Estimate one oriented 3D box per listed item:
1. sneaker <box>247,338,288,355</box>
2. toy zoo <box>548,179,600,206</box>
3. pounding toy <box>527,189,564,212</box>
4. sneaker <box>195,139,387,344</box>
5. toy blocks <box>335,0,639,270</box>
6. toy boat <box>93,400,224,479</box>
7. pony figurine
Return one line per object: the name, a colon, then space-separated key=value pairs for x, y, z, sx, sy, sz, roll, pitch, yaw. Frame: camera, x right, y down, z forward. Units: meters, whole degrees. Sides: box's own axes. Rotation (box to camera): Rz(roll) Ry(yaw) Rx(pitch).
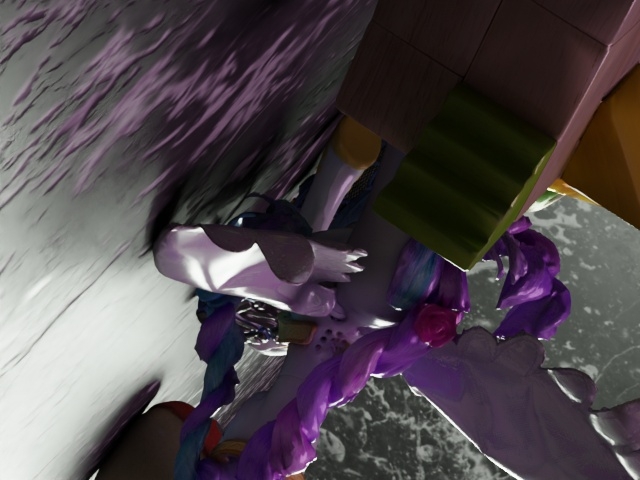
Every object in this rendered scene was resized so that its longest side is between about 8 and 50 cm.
sneaker: x=-0.024 y=0.061 z=1.754 sx=0.083 sy=0.084 sz=0.215 roll=-45 pitch=179 yaw=30
toy zoo: x=0.206 y=-0.111 z=1.377 sx=0.192 sy=0.293 sz=0.030 roll=-50 pitch=-145 yaw=37
pounding toy: x=0.236 y=-0.145 z=1.713 sx=0.237 sy=0.110 sz=0.183 roll=-47 pitch=-172 yaw=-11
sneaker: x=0.000 y=0.000 z=1.407 sx=0.221 sy=0.087 sz=0.083 roll=-33 pitch=137 yaw=4
toy blocks: x=0.154 y=-0.186 z=0.822 sx=0.381 sy=0.191 sz=0.261 roll=-42 pitch=162 yaw=-51
toy boat: x=-0.121 y=0.243 z=1.814 sx=0.151 sy=0.151 sz=0.231 roll=-20 pitch=160 yaw=-37
pony figurine: x=0.046 y=0.025 z=1.135 sx=0.363 sy=0.303 sz=0.351 roll=-63 pitch=-169 yaw=-23
